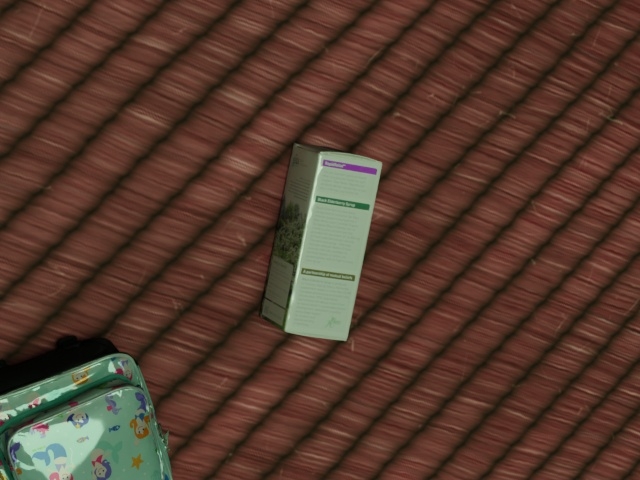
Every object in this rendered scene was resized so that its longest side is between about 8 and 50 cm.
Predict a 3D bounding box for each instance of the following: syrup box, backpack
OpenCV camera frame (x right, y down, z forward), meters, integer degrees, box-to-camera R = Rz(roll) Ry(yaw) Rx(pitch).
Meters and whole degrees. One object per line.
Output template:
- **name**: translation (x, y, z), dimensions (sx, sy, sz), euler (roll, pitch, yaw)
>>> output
- **syrup box**: translation (0.000, 0.000, 2.054), dimensions (0.096, 0.093, 0.237), euler (10, 96, -25)
- **backpack**: translation (-0.293, 0.269, 1.932), dimensions (0.225, 0.191, 0.254), euler (-20, 113, -20)
